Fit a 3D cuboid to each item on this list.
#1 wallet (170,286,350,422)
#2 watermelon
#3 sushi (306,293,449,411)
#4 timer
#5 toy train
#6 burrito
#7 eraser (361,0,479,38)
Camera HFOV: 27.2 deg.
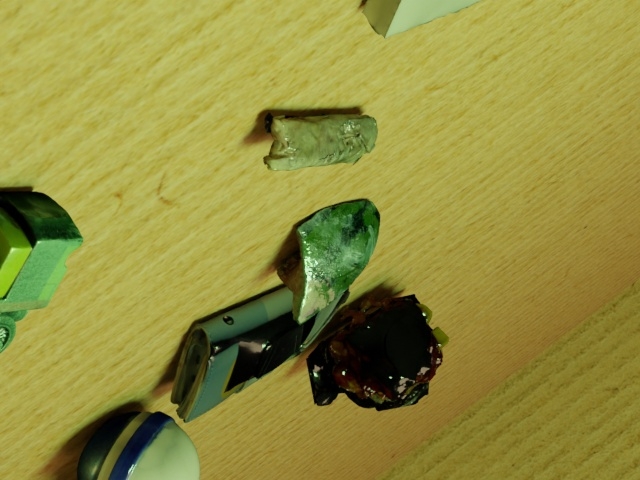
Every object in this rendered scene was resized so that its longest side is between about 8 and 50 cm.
[{"bbox_3d":[-0.069,0.121,1.546,0.231,0.069,0.170,-24,153,-39],"label":"wallet"},{"bbox_3d":[0.010,0.001,1.441,0.155,0.080,0.101,-29,125,-20],"label":"watermelon"},{"bbox_3d":[0.087,0.149,1.772,0.172,0.153,0.150,-8,172,-22],"label":"sushi"},{"bbox_3d":[-0.234,0.354,1.588,0.270,0.270,0.383,-22,141,-40],"label":"timer"},{"bbox_3d":[-0.274,0.028,0.920,0.200,0.083,0.132,-7,133,-58],"label":"toy train"},{"bbox_3d":[0.001,-0.090,1.192,0.171,0.042,0.051,-13,120,-62],"label":"burrito"},{"bbox_3d":[0.130,-0.265,1.023,0.157,0.038,0.230,-27,159,-31],"label":"eraser"}]
